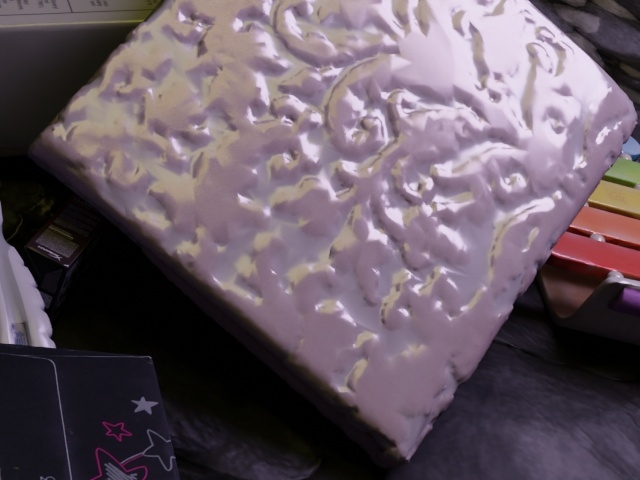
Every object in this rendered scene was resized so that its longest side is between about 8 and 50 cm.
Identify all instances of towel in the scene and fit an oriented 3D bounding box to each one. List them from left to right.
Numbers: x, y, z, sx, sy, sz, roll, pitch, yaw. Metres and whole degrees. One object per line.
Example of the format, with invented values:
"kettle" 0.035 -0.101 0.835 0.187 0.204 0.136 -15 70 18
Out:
"towel" 0.023 -0.070 0.922 0.317 0.053 0.332 40 66 -6

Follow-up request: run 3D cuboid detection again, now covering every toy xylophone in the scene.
"toy xylophone" 0.214 -0.021 1.160 0.236 0.081 0.323 9 35 -23

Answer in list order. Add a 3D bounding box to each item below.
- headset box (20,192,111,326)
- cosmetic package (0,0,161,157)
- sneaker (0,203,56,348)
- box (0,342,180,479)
"headset box" -0.164 0.013 0.871 0.032 0.062 0.083 26 33 0
"cosmetic package" -0.156 -0.153 1.007 0.309 0.113 0.160 -4 40 -20
"sneaker" -0.247 -0.003 0.798 0.115 0.105 0.281 -2 42 -36
"box" -0.146 0.174 0.580 0.163 0.142 0.247 7 35 -24
